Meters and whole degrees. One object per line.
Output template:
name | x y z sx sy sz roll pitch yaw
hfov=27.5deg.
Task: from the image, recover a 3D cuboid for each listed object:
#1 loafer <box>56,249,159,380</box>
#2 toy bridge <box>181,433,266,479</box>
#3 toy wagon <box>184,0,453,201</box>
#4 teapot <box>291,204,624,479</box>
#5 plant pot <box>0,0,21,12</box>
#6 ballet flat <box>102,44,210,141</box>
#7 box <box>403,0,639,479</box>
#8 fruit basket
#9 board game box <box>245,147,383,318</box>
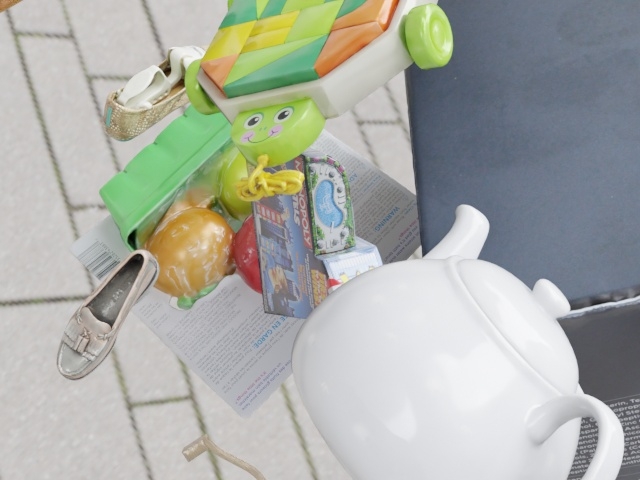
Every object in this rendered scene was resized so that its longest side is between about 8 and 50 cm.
loafer | -0.181 0.058 1.085 0.045 0.039 0.125 33 79 8
toy bridge | -0.087 0.309 1.545 0.188 0.063 0.026 56 2 -1
toy wagon | -0.003 -0.180 1.197 0.068 0.267 0.344 55 42 -34
teapot | 0.115 0.104 0.994 0.256 0.187 0.252 52 15 13
plant pot | -0.386 -0.378 1.413 0.291 0.291 0.203 -35 92 -45
ballet flat | -0.190 -0.200 1.641 0.073 0.067 0.206 33 58 23
box | 0.294 -0.003 1.417 0.472 0.297 0.480 56 25 -49
fruit basket | -0.081 -0.001 1.558 0.327 0.165 0.353 -45 62 -11
board game box | 0.000 0.000 1.237 0.060 0.194 0.194 -14 110 -24
